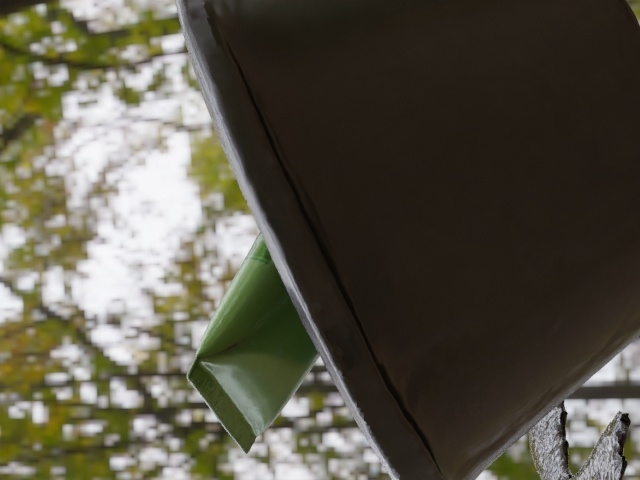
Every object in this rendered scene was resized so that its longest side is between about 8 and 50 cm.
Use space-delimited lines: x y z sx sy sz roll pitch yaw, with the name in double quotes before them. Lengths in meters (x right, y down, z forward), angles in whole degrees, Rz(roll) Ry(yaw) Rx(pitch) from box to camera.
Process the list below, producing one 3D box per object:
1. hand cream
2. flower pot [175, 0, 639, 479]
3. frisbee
"hand cream" 0.000 0.000 0.802 0.175 0.046 0.095 -57 -22 -15
"flower pot" 0.062 -0.031 0.797 0.269 0.166 0.269 62 -174 -12
"frisbee" 0.131 0.137 1.018 0.187 0.012 0.211 113 171 -56
